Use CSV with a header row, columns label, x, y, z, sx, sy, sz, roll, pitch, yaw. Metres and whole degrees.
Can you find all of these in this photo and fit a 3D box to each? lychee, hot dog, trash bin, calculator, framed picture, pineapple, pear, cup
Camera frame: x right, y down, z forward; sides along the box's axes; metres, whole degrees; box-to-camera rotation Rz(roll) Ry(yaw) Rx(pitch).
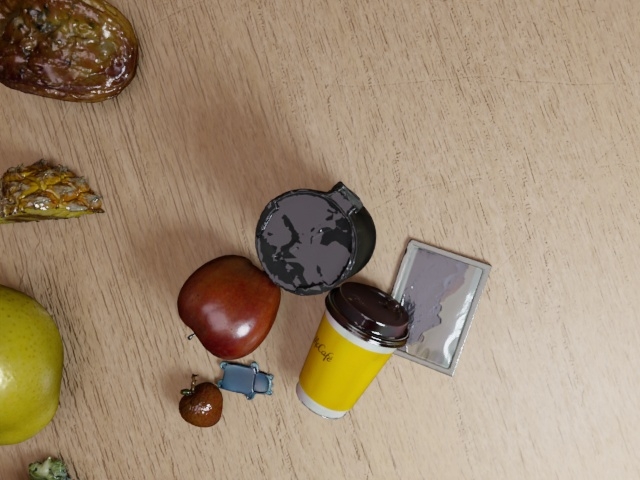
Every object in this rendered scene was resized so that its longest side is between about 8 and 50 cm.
label,x,y,z,sx,sy,sz,roll,pitch,yaw
lychee,-0.283,0.379,1.293,0.114,0.101,0.140,-15,88,30
hot dog,-0.634,-0.472,1.292,0.387,0.174,0.267,15,98,10
trash bin,0.000,0.000,1.117,0.203,0.301,0.252,40,99,7
calculator,-0.181,0.337,1.314,0.141,0.019,0.094,9,95,10
framed picture,0.248,0.150,1.218,0.192,0.018,0.266,18,96,11
pineapple,-0.729,-0.125,1.335,0.334,0.158,0.161,-3,92,12
pear,-0.805,0.288,1.277,0.362,0.362,0.419,-14,117,12
cup,0.059,0.238,1.177,0.196,0.196,0.280,30,110,9

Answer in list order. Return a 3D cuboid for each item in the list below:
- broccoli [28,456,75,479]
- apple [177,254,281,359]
label,x,y,z,sx,sy,sz,roll,pitch,yaw
broccoli,-0.745,0.667,1.334,0.243,0.247,0.263,20,78,3
apple,-0.207,0.145,1.216,0.233,0.234,0.234,1,93,12
